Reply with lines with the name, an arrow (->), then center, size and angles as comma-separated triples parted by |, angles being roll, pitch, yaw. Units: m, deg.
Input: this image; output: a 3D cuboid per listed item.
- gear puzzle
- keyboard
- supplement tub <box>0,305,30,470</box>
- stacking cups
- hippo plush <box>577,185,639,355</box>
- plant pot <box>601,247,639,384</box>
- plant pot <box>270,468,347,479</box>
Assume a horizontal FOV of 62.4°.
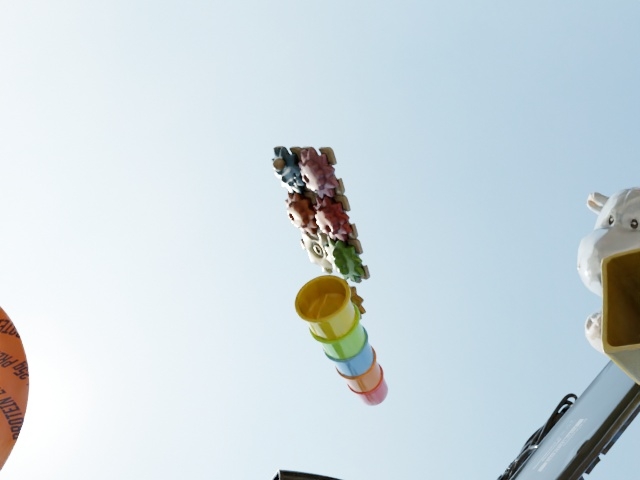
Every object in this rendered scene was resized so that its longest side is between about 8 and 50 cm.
gear puzzle -> 0.000, 0.000, 0.911 | 0.044, 0.339, 0.175 | -33, -152, -30
keyboard -> 0.209, 0.187, 0.461 | 0.317, 0.201, 0.033 | -44, -109, -8
supplement tub -> -0.364, 0.097, 0.365 | 0.338, 0.207, 0.207 | -3, -117, 36
stacking cups -> 0.047, 0.192, 0.941 | 0.096, 0.316, 0.096 | -12, -135, 12
hippo plush -> 0.496, 0.038, 0.738 | 0.294, 0.236, 0.234 | -48, -149, -16
plant pot -> 0.236, 0.056, 0.332 | 0.081, 0.083, 0.081 | -22, -149, 42
plant pot -> 0.001, 0.491, 0.870 | 0.166, 0.188, 0.187 | 4, -125, -14
